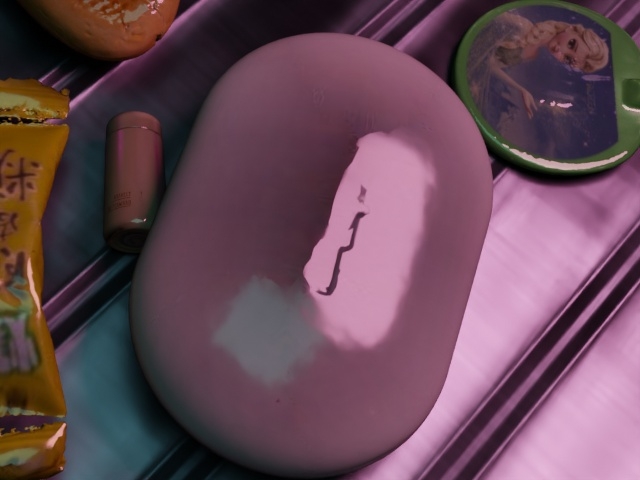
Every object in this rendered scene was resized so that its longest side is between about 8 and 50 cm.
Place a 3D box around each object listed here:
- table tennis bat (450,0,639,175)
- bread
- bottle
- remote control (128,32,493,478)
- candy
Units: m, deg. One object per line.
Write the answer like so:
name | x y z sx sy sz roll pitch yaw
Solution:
table tennis bat | 0.231 -0.118 1.004 0.257 0.039 0.160 9 65 -6
bread | -0.180 -0.211 0.934 0.114 0.077 0.189 -40 79 -5
bottle | -0.131 -0.042 0.879 0.045 0.045 0.096 0 64 -13
remote control | 0.000 0.000 0.854 0.221 0.103 0.332 21 62 -4
candy | -0.253 0.015 0.803 0.187 0.081 0.297 0 65 -14
